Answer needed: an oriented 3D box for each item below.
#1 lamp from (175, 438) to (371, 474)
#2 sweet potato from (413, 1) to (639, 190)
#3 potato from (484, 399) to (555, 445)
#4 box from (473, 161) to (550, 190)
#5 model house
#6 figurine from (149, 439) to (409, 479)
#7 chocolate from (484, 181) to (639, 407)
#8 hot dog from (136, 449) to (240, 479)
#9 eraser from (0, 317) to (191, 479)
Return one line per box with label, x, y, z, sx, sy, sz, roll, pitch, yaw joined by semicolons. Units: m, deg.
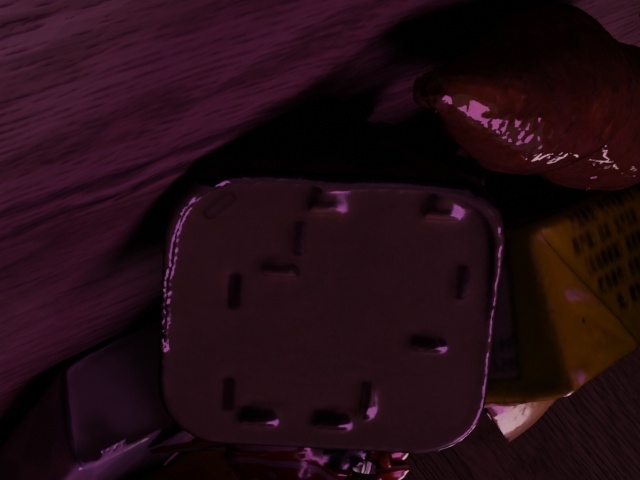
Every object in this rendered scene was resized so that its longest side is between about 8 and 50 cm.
lamp;-0.052;0.286;2.047;0.147;0.172;0.227;-42;169;34
sweet potato;0.152;-0.108;1.196;0.131;0.131;0.336;-41;160;19
potato;0.273;0.096;2.200;0.266;0.229;0.229;-41;169;-1
box;0.146;0.023;1.667;0.097;0.134;0.345;-27;166;-41
model house;0.000;0.000;1.210;0.279;0.218;0.205;-97;-168;-68
figurine;-0.007;0.252;1.273;0.183;0.226;0.160;-15;167;40
chocolate;0.131;0.038;1.410;0.301;0.137;0.288;-8;-172;36
hot dog;-0.126;0.268;1.407;0.256;0.150;0.153;-22;151;-56
eraser;-0.221;0.207;1.428;0.213;0.082;0.397;-25;164;-44
